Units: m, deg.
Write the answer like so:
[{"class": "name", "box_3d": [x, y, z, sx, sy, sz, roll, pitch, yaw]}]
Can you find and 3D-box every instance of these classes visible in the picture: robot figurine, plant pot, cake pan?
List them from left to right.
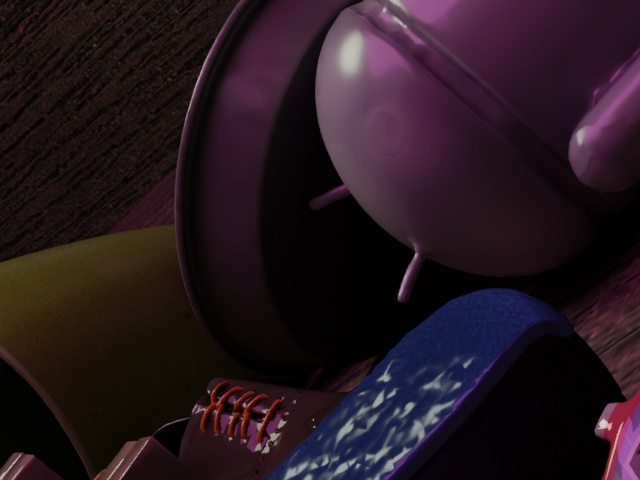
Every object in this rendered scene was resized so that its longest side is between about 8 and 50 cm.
[{"class": "plant pot", "box_3d": [-0.158, 0.105, 1.479, 0.293, 0.274, 0.275, -36, -1, -42]}, {"class": "cake pan", "box_3d": [0.017, -0.047, 1.282, 0.054, 0.293, 0.293, 13, 53, 34]}, {"class": "robot figurine", "box_3d": [0.138, -0.122, 1.124, 0.353, 0.200, 0.300, -47, 25, 4]}]

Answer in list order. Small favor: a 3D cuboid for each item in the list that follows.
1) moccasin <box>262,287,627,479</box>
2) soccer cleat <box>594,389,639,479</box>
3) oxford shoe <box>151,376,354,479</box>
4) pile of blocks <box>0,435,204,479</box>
[{"class": "moccasin", "box_3d": [0.003, 0.175, 0.839, 0.342, 0.117, 0.137, -42, 23, 9]}, {"class": "soccer cleat", "box_3d": [0.120, 0.125, 0.654, 0.095, 0.083, 0.248, 6, 44, 42]}, {"class": "oxford shoe", "box_3d": [-0.035, 0.131, 1.200, 0.097, 0.098, 0.271, -54, 11, -30]}, {"class": "pile of blocks", "box_3d": [-0.213, 0.198, 1.008, 0.362, 0.113, 0.149, -44, 14, 17]}]
